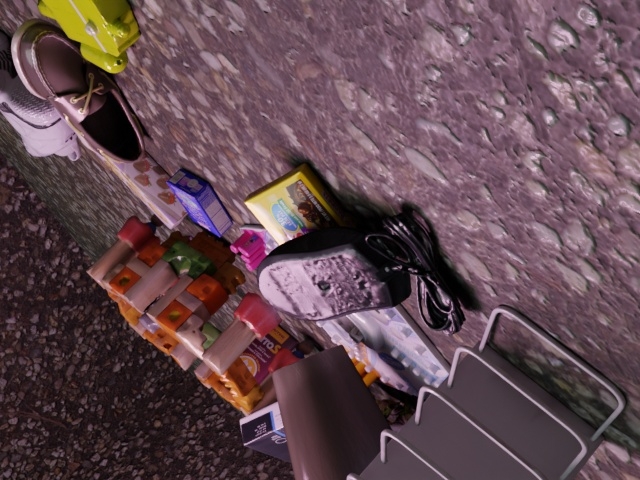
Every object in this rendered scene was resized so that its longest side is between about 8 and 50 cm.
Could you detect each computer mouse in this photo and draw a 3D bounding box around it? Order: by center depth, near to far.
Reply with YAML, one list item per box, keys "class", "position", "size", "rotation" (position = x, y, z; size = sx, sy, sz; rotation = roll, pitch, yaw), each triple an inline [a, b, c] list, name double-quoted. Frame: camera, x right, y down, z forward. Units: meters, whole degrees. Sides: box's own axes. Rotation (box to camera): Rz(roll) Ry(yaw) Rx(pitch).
- class: "computer mouse"
  position: [0.043, 0.039, 1.119]
  size: [0.272, 0.072, 0.188]
  rotation: [-7, 127, 34]

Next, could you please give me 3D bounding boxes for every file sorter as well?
- class: "file sorter"
  position: [0.180, 0.244, 1.005]
  size: [0.193, 0.278, 0.173]
  rotation: [38, 160, 20]

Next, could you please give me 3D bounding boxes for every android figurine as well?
- class: "android figurine"
  position: [-0.347, -0.342, 1.231]
  size: [0.273, 0.056, 0.248]
  rotation: [30, 158, 44]

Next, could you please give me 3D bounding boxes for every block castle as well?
- class: "block castle"
  position: [-0.241, 0.141, 1.833]
  size: [0.453, 0.213, 0.303]
  rotation: [30, 158, 34]

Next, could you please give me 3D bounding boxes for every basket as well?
- class: "basket"
  position: [0.021, 0.296, 1.438]
  size: [0.154, 0.204, 0.226]
  rotation: [-37, 72, 59]

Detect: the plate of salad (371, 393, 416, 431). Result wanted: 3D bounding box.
- class: "plate of salad"
  position: [0.084, 0.307, 1.605]
  size: [0.200, 0.200, 0.048]
  rotation: [12, 100, 61]

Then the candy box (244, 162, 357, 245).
- class: "candy box"
  position: [0.000, 0.000, 1.182]
  size: [0.105, 0.027, 0.206]
  rotation: [-25, 113, 35]

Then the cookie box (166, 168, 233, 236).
- class: "cookie box"
  position: [-0.215, -0.067, 1.586]
  size: [0.092, 0.040, 0.107]
  rotation: [29, 157, 41]

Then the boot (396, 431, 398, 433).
- class: "boot"
  position: [0.113, 0.368, 1.622]
  size: [0.208, 0.190, 0.076]
  rotation: [-138, 44, -74]

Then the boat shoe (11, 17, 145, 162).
- class: "boat shoe"
  position: [-0.393, -0.240, 1.479]
  size: [0.097, 0.116, 0.324]
  rotation: [30, 162, 28]

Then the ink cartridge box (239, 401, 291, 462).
- class: "ink cartridge box"
  position: [-0.001, 0.405, 1.831]
  size: [0.333, 0.165, 0.065]
  rotation: [33, -146, -48]

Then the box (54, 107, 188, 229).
- class: "box"
  position: [-0.375, -0.158, 1.703]
  size: [0.324, 0.063, 0.067]
  rotation: [46, 162, -6]

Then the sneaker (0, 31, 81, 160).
- class: "sneaker"
  position: [-0.642, -0.300, 1.857]
  size: [0.366, 0.137, 0.210]
  rotation: [34, 157, 23]

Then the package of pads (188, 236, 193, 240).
- class: "package of pads"
  position: [-0.277, 0.031, 1.973]
  size: [0.083, 0.032, 0.050]
  rotation: [49, 160, -16]

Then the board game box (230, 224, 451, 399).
- class: "board game box"
  position: [0.044, 0.136, 1.450]
  size: [0.390, 0.050, 0.390]
  rotation: [50, 162, -19]

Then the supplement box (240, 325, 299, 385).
- class: "supplement box"
  position: [-0.142, 0.276, 1.966]
  size: [0.104, 0.188, 0.080]
  rotation: [37, 161, 23]
